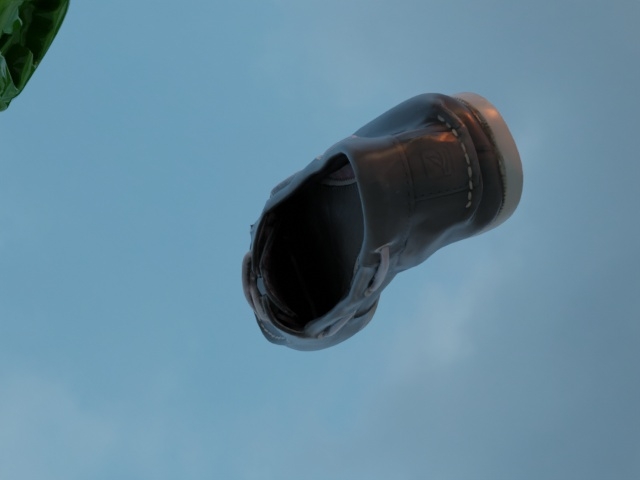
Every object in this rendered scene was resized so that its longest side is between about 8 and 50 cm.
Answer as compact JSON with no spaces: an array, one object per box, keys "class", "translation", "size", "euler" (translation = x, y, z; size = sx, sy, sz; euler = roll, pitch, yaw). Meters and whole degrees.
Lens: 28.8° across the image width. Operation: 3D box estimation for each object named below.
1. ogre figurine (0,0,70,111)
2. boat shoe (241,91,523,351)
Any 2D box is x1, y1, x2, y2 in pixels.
[{"class":"ogre figurine","translation":[-0.139,-0.117,0.420],"size":[0.097,0.118,0.197],"euler":[-32,-45,-69]},{"class":"boat shoe","translation":[0.000,0.000,0.779],"size":[0.096,0.335,0.112],"euler":[-15,-102,-27]}]
